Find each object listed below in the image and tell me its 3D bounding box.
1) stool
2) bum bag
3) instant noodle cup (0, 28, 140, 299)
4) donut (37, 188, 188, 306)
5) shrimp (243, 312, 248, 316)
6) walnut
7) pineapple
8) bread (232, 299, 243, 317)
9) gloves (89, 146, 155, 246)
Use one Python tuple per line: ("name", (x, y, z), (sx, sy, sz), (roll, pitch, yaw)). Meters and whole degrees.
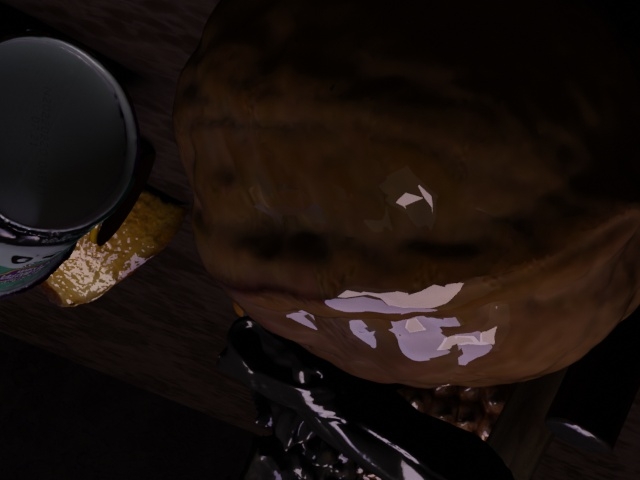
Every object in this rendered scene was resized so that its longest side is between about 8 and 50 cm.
("stool", (0.220, 0.089, 1.646), (0.310, 0.226, 0.310), (12, 156, 44))
("bum bag", (0.053, 0.151, 1.591), (0.326, 0.080, 0.142), (35, 171, -27))
("instant noodle cup", (-0.294, -0.079, 1.848), (0.251, 0.251, 0.190), (27, 157, -24))
("donut", (-0.310, -0.014, 2.314), (0.295, 0.151, 0.112), (7, 150, 49))
("shrimp", (-0.002, -0.005, 1.865), (0.221, 0.166, 0.410), (-19, 167, 17))
("walnut", (0.077, -0.049, 1.259), (0.344, 0.306, 0.306), (18, 168, 46))
("pineapple", (0.041, 0.204, 2.148), (0.357, 0.223, 0.223), (-18, -176, -25))
("bread", (-0.048, 0.043, 2.125), (0.119, 0.177, 0.084), (-1, -168, 46))
("gloves", (-0.332, -0.116, 2.084), (0.294, 0.116, 0.133), (29, 140, 5))
